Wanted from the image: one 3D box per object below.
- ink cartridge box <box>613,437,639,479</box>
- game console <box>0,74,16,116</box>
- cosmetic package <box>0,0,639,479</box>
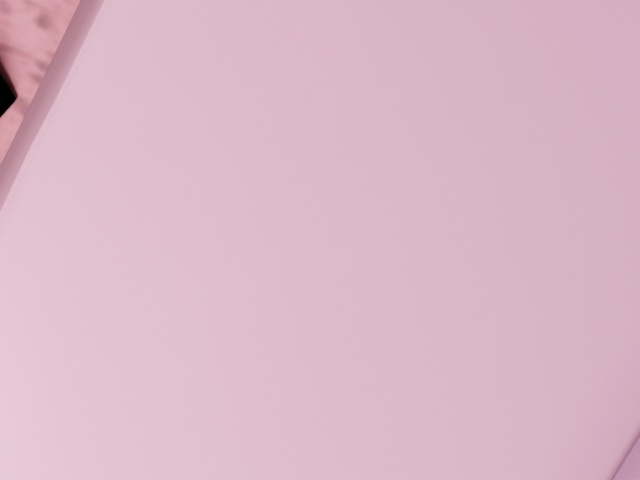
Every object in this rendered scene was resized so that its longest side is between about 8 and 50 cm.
[{"bbox_3d":[0.114,0.112,0.576,0.207,0.046,0.097,-36,161,17],"label":"ink cartridge box"},{"bbox_3d":[-0.283,-0.134,0.455,0.213,0.044,0.361,-6,144,18],"label":"game console"},{"bbox_3d":[-0.023,0.039,0.402,0.197,0.155,0.366,27,99,-16],"label":"cosmetic package"}]
